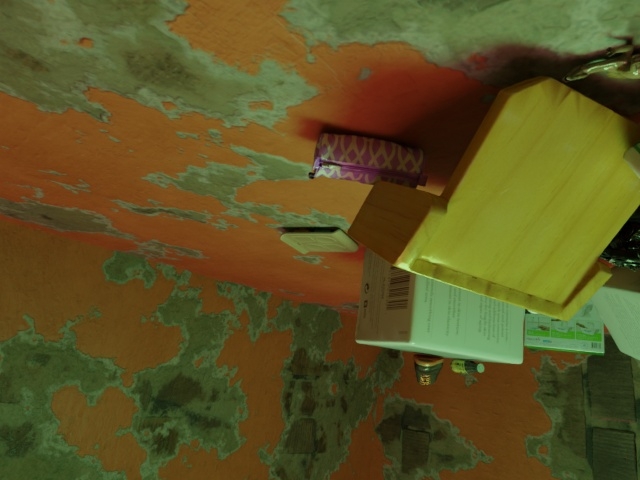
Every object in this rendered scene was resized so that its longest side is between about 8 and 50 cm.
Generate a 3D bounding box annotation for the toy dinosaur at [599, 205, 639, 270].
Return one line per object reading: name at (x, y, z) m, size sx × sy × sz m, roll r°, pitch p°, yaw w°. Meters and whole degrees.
toy dinosaur at (0.628, 0.001, 0.949) m, size 0.322 × 0.164 × 0.218 m, roll -7°, pitch -170°, yaw -29°

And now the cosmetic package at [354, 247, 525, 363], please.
cosmetic package at (0.365, 0.188, 1.375) m, size 0.394 × 0.329 × 0.327 m, roll 14°, pitch 163°, yaw -20°

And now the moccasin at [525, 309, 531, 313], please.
moccasin at (0.711, 0.189, 1.594) m, size 0.139 × 0.147 × 0.380 m, roll 18°, pitch 172°, yaw 21°

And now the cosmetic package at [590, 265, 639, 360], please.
cosmetic package at (0.818, 0.176, 1.024) m, size 0.162 × 0.230 × 0.453 m, roll -28°, pitch 174°, yaw 9°

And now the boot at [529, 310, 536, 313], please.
boot at (0.672, 0.140, 1.330) m, size 0.069 × 0.190 × 0.086 m, roll 32°, pitch 172°, yaw 16°

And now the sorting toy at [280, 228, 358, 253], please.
sorting toy at (0.000, 0.000, 1.452) m, size 0.208 × 0.038 × 0.193 m, roll -4°, pitch 161°, yaw 24°

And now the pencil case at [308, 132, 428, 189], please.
pencil case at (0.085, -0.142, 0.799) m, size 0.206 × 0.086 × 0.088 m, roll 6°, pitch -156°, yaw -3°

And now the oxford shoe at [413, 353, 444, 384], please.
oxford shoe at (0.357, 0.430, 1.456) m, size 0.097 × 0.098 × 0.271 m, roll 4°, pitch 166°, yaw 21°

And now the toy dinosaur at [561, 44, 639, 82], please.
toy dinosaur at (0.394, -0.206, 0.525) m, size 0.183 × 0.053 × 0.092 m, roll 10°, pitch -179°, yaw 3°

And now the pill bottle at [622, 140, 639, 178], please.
pill bottle at (0.491, -0.122, 0.514) m, size 0.118 × 0.117 × 0.208 m, roll 21°, pitch 134°, yaw -37°

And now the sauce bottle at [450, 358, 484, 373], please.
sauce bottle at (0.448, 0.385, 1.351) m, size 0.042 × 0.042 × 0.128 m, roll 12°, pitch 163°, yaw -15°

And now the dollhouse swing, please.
dollhouse swing at (0.287, -0.070, 0.739) m, size 0.347 × 0.304 × 0.315 m, roll 17°, pitch -172°, yaw -18°

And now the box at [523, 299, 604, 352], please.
box at (0.921, 0.302, 1.678) m, size 0.262 × 0.231 × 0.127 m, roll -2°, pitch 162°, yaw 31°
